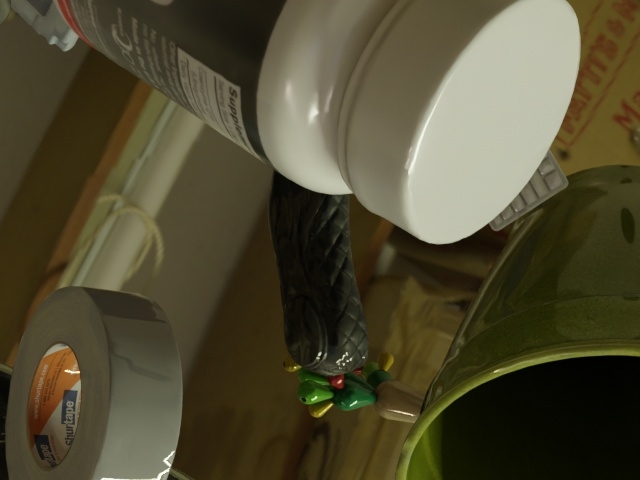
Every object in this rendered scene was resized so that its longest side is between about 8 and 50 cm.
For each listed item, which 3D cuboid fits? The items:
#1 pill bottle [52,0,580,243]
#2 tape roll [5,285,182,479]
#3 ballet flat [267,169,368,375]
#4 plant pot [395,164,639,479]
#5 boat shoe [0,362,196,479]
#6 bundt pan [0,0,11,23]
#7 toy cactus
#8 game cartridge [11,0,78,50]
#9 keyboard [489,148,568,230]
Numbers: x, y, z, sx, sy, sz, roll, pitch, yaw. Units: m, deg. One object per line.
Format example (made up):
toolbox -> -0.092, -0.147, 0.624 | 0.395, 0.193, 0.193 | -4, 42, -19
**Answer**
pill bottle -> -0.011, -0.126, 0.586 | 0.283, 0.161, 0.161 | 35, -85, 32
tape roll -> -0.211, 0.152, 0.962 | 0.219, 0.072, 0.219 | -17, -112, 49
ballet flat -> 0.000, 0.000, 0.675 | 0.057, 0.049, 0.173 | -11, -103, 42
plant pot -> 0.276, 0.116, 0.975 | 0.366, 0.366, 0.353 | -41, -161, 35
boat shoe -> -0.341, 0.264, 1.172 | 0.156, 0.500, 0.186 | -29, 142, -75
bundt pan -> -0.356, -0.284, 0.949 | 0.331, 0.124, 0.330 | -9, -101, 52
toy cactus -> 0.059, 0.180, 1.342 | 0.181, 0.219, 0.112 | 15, -93, 24
game cartridge -> -0.430, -0.436, 1.515 | 0.060, 0.294, 0.196 | -45, 180, -41
keyboard -> 0.098, -0.133, 0.810 | 0.072, 0.256, 0.014 | -32, -175, -2
